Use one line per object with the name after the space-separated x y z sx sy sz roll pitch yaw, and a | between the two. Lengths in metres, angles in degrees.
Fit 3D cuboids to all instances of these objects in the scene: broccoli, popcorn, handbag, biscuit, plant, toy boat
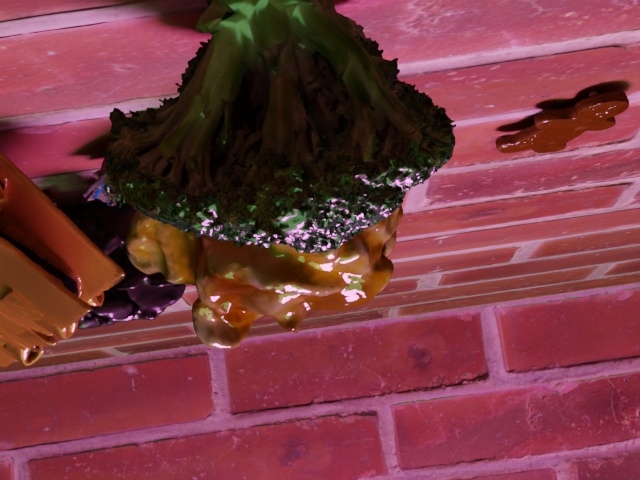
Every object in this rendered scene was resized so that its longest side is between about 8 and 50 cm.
-0.042 -0.117 0.967 0.307 0.308 0.275 -10 134 9 | broccoli
-0.055 -0.031 1.369 0.335 0.274 0.279 -9 -160 43 | popcorn
-0.432 0.031 1.387 0.283 0.133 0.401 44 145 -13 | handbag
0.346 -0.166 1.506 0.138 0.031 0.205 -2 167 -28 | biscuit
-0.319 0.031 1.595 0.199 0.188 0.276 -8 180 -32 | plant
-0.229 -0.105 1.358 0.084 0.066 0.210 -41 -179 -38 | toy boat

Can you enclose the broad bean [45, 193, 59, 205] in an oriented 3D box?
-0.480 -0.037 1.555 0.226 0.039 0.069 -11 159 4 | broad bean
